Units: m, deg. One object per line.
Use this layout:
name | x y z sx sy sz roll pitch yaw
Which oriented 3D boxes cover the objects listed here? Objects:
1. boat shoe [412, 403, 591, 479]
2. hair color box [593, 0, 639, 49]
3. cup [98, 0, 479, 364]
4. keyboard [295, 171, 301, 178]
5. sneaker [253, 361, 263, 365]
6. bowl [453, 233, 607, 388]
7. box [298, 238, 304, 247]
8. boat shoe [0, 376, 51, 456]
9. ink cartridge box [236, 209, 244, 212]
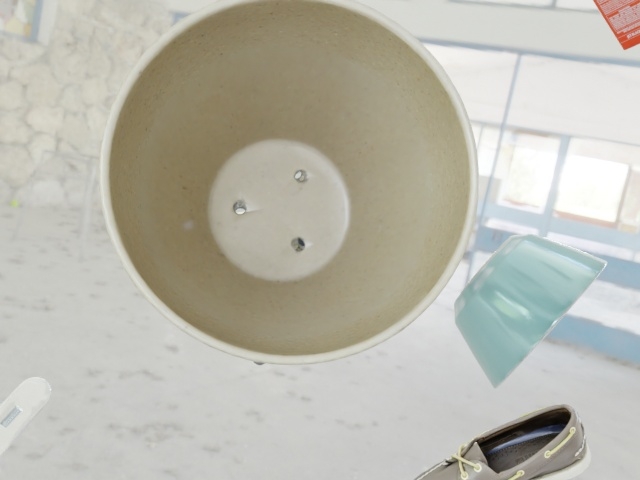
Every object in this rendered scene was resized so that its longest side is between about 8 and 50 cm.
boat shoe | 0.260 0.352 1.155 0.324 0.097 0.117 -21 27 0
hair color box | 0.327 -0.310 0.833 0.053 0.093 0.167 -20 -59 42
cup | -0.036 -0.046 0.753 0.330 0.331 0.237 11 -8 -5
keyboard | -0.027 -0.094 1.048 0.014 0.072 0.256 32 -25 -23
sneaker | -0.027 0.107 1.030 0.153 0.101 0.269 -10 -23 -21
bowl | 0.367 0.108 1.389 0.163 0.312 0.311 41 16 16
box | 0.000 0.000 1.217 0.158 0.156 0.093 -7 -33 -9
boat shoe | -0.473 0.277 1.085 0.066 0.184 0.063 36 -35 -2
ink cartridge box | -0.191 -0.172 1.575 0.289 0.211 0.121 -7 29 31
